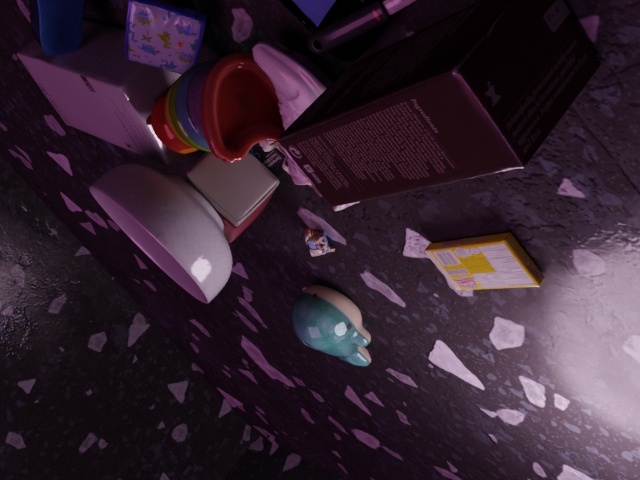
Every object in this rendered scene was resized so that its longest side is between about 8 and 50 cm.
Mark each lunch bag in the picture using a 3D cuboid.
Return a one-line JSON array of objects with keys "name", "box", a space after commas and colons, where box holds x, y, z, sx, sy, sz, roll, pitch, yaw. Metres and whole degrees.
[{"name": "lunch bag", "box": [-0.263, -0.360, 1.203, 0.129, 0.096, 0.151, 12, 167, -11]}]

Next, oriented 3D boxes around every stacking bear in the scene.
[{"name": "stacking bear", "box": [-0.201, -0.223, 1.235, 0.289, 0.175, 0.164, 1, 113, 52]}]

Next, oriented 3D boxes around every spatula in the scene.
[{"name": "spatula", "box": [0.099, -0.291, 0.842, 0.297, 0.030, 0.084, -18, 119, 34]}]

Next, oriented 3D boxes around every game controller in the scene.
[{"name": "game controller", "box": [-0.043, -0.378, 0.943, 0.319, 0.067, 0.166, 45, 155, -7]}]

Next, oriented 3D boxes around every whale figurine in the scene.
[{"name": "whale figurine", "box": [0.027, 0.235, 1.749, 0.216, 0.141, 0.272, 17, 146, 41]}]

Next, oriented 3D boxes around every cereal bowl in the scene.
[{"name": "cereal bowl", "box": [-0.301, -0.033, 1.439, 0.339, 0.141, 0.339, 41, 164, 14]}]

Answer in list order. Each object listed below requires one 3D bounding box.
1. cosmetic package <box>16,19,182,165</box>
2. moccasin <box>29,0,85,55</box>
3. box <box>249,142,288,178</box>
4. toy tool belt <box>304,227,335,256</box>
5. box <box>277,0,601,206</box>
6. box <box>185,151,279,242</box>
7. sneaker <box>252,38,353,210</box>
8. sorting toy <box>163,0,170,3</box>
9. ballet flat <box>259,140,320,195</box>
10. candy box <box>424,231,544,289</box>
[{"name": "cosmetic package", "box": [-0.433, -0.322, 1.485, 0.385, 0.156, 0.217, 20, 150, 36]}, {"name": "moccasin", "box": [-0.493, -0.489, 1.281, 0.116, 0.138, 0.342, 59, 140, 18]}, {"name": "box", "box": [-0.123, -0.192, 1.402, 0.162, 0.029, 0.116, 44, 156, -10]}, {"name": "toy tool belt", "box": [0.000, 0.000, 1.529, 0.051, 0.052, 0.083, -3, 143, 14]}, {"name": "box", "box": [0.128, -0.170, 0.894, 0.143, 0.191, 0.381, 49, 155, -17]}, {"name": "box", "box": [-0.195, -0.103, 1.495, 0.149, 0.127, 0.232, 43, 165, -1]}, {"name": "sneaker", "box": [-0.018, -0.177, 1.119, 0.305, 0.152, 0.114, 49, -172, -13]}, {"name": "sorting toy", "box": [-0.309, -0.436, 1.262, 0.075, 0.045, 0.083, 48, 154, 3]}, {"name": "ballet flat", "box": [-0.058, -0.174, 1.277, 0.248, 0.086, 0.086, 43, 155, -2]}, {"name": "candy box", "box": [0.276, 0.039, 1.211, 0.105, 0.027, 0.206, 47, 155, -18]}]
